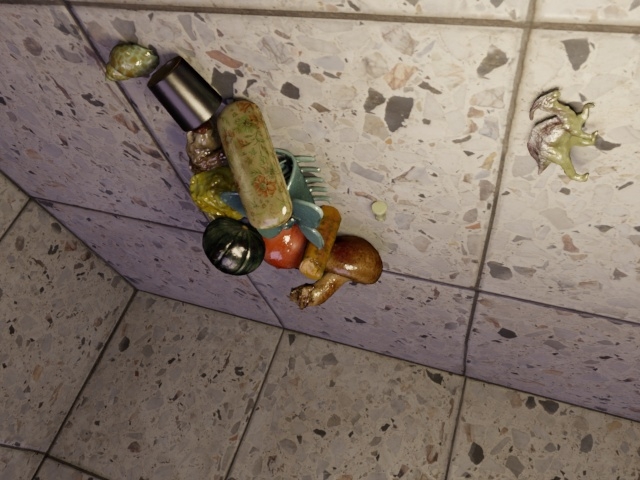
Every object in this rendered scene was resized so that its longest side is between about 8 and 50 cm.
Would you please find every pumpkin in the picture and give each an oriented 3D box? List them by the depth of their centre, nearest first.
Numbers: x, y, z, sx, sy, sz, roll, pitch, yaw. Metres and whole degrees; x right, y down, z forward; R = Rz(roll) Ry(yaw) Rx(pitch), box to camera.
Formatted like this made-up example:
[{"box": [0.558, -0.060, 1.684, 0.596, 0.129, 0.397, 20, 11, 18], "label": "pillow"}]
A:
[{"box": [-0.339, 0.026, 1.932, 0.250, 0.250, 0.216, 35, 123, -27], "label": "pumpkin"}]

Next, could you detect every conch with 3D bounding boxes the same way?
[{"box": [-0.600, -0.560, 1.584, 0.173, 0.106, 0.116, 7, 173, -3], "label": "conch"}]

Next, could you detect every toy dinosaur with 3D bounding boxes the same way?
[{"box": [0.622, -0.264, 1.299, 0.162, 0.077, 0.294, 12, 138, 27], "label": "toy dinosaur"}]

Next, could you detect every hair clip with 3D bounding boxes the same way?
[{"box": [-0.105, -0.151, 1.842, 0.392, 0.238, 0.318, 8, 152, 23], "label": "hair clip"}]

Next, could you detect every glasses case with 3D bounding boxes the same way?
[{"box": [-0.214, -0.242, 1.622, 0.157, 0.425, 0.098, -20, 176, 20], "label": "glasses case"}]

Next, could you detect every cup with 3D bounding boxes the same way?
[{"box": [-0.457, -0.458, 1.602, 0.239, 0.166, 0.177, -6, 140, 40], "label": "cup"}]

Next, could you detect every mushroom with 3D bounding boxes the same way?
[{"box": [0.087, 0.139, 2.114, 0.334, 0.356, 0.331, 21, 154, -17], "label": "mushroom"}]

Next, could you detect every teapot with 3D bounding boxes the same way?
[{"box": [0.222, -0.109, 1.902, 0.067, 0.057, 0.083, 51, 171, 28], "label": "teapot"}]

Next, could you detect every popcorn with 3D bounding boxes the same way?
[{"box": [-0.379, -0.177, 2.007, 0.250, 0.234, 0.242, 24, -172, 41], "label": "popcorn"}]

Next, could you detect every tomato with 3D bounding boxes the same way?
[{"box": [-0.149, -0.016, 2.109, 0.265, 0.264, 0.265, 17, 153, 9], "label": "tomato"}]

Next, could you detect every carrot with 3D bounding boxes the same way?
[{"box": [0.000, 0.000, 1.980, 0.114, 0.301, 0.114, 13, 150, 8], "label": "carrot"}]

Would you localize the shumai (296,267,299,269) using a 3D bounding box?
[{"box": [-0.098, 0.079, 2.407, 0.201, 0.120, 0.201, 18, 152, 10], "label": "shumai"}]

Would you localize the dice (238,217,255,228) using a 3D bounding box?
[{"box": [-0.339, -0.077, 2.254, 0.146, 0.146, 0.143, 13, 154, 15], "label": "dice"}]

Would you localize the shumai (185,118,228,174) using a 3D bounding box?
[{"box": [-0.398, -0.353, 1.806, 0.218, 0.184, 0.185, 0, 113, 57], "label": "shumai"}]
